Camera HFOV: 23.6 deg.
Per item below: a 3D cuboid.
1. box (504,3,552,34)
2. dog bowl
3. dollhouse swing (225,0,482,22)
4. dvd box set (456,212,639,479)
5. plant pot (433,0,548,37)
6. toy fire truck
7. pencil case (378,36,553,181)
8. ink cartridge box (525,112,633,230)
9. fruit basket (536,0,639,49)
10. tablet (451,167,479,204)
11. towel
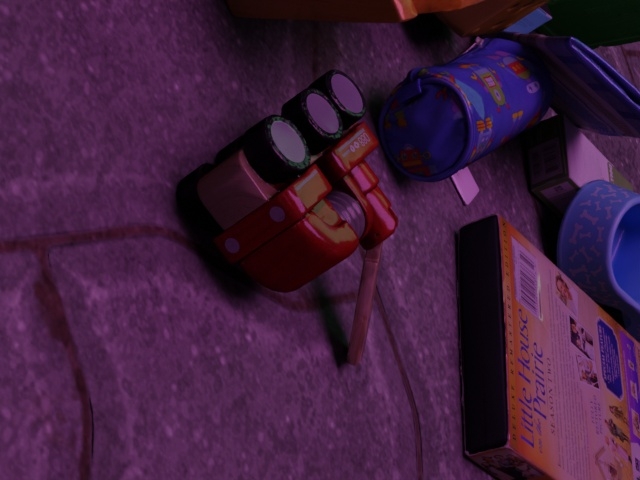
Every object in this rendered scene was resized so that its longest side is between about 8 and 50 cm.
[{"bbox_3d":[0.230,-0.397,2.074,0.100,0.060,0.244,25,42,-50],"label":"box"},{"bbox_3d":[0.431,0.035,2.072,0.297,0.074,0.166,37,71,-43],"label":"dog bowl"},{"bbox_3d":[0.065,-0.410,1.566,0.347,0.315,0.305,-25,115,-44],"label":"dollhouse swing"},{"bbox_3d":[0.302,0.195,1.846,0.420,0.062,0.307,37,42,-42],"label":"dvd box set"},{"bbox_3d":[0.209,-0.367,1.878,0.187,0.212,0.212,61,30,5],"label":"plant pot"},{"bbox_3d":[0.000,0.000,1.430,0.246,0.158,0.217,53,31,-5],"label":"toy fire truck"},{"bbox_3d":[0.175,-0.164,1.812,0.133,0.119,0.306,62,31,-2],"label":"pencil case"},{"bbox_3d":[0.362,-0.073,2.111,0.209,0.062,0.109,37,42,-42],"label":"ink cartridge box"},{"bbox_3d":[0.469,-0.480,2.240,0.283,0.392,0.392,29,48,-47],"label":"fruit basket"},{"bbox_3d":[0.168,-0.088,1.865,0.083,0.006,0.054,62,30,-11],"label":"tablet"},{"bbox_3d":[0.327,-0.203,1.961,0.209,0.034,0.285,38,-3,-19],"label":"towel"}]
